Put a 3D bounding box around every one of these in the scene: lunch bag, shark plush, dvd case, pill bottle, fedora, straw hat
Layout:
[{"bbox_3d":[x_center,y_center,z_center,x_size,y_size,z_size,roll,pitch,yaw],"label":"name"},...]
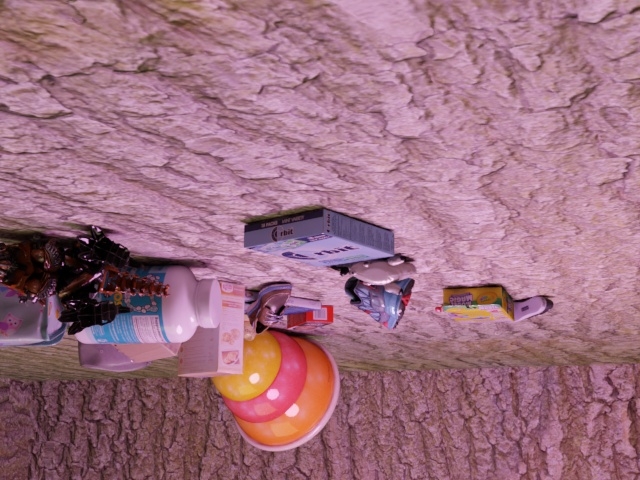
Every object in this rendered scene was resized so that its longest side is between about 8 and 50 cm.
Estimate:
[{"bbox_3d":[-0.593,0.122,1.723,0.223,0.160,0.262,-1,178,-7],"label":"lunch bag"},{"bbox_3d":[0.092,0.059,1.666,0.161,0.073,0.067,-7,-164,9],"label":"shark plush"},{"bbox_3d":[-0.149,0.143,2.091,0.253,0.022,0.180,11,164,-40],"label":"dvd case"},{"bbox_3d":[-0.322,0.119,1.717,0.264,0.146,0.146,-2,167,7],"label":"pill bottle"},{"bbox_3d":[-0.558,0.288,2.490,0.275,0.124,0.244,1,166,-2],"label":"fedora"},{"bbox_3d":[-0.185,0.215,2.268,0.144,0.061,0.144,5,172,1],"label":"straw hat"}]

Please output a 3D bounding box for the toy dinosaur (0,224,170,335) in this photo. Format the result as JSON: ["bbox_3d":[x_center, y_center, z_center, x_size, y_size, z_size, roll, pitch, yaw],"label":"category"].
[{"bbox_3d":[-0.403,0.049,1.528,0.322,0.164,0.218,-13,-169,-33],"label":"toy dinosaur"}]

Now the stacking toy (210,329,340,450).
[{"bbox_3d":[-0.190,0.338,2.515,0.350,0.351,0.480,-7,146,28],"label":"stacking toy"}]

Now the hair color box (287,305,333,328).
[{"bbox_3d":[-0.026,0.187,2.227,0.072,0.043,0.141,4,167,-20],"label":"hair color box"}]

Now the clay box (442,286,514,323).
[{"bbox_3d":[0.343,0.140,2.000,0.127,0.053,0.222,-4,165,18],"label":"clay box"}]

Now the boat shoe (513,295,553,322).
[{"bbox_3d":[0.468,0.158,2.088,0.040,0.049,0.142,7,163,-28],"label":"boat shoe"}]

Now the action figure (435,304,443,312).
[{"bbox_3d":[0.323,0.163,2.157,0.115,0.030,0.038,4,171,-9],"label":"action figure"}]

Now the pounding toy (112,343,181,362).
[{"bbox_3d":[-0.364,0.151,1.898,0.206,0.181,0.094,-15,133,38],"label":"pounding toy"}]

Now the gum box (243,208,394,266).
[{"bbox_3d":[0.000,0.000,1.433,0.157,0.041,0.184,-10,163,37],"label":"gum box"}]

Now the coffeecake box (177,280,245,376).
[{"bbox_3d":[-0.228,0.187,1.920,0.068,0.185,0.142,12,163,-41],"label":"coffeecake box"}]

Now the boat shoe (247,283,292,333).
[{"bbox_3d":[-0.102,0.146,1.950,0.066,0.066,0.183,-1,156,-23],"label":"boat shoe"}]

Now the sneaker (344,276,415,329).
[{"bbox_3d":[0.111,0.098,1.794,0.125,0.104,0.262,22,168,5],"label":"sneaker"}]
